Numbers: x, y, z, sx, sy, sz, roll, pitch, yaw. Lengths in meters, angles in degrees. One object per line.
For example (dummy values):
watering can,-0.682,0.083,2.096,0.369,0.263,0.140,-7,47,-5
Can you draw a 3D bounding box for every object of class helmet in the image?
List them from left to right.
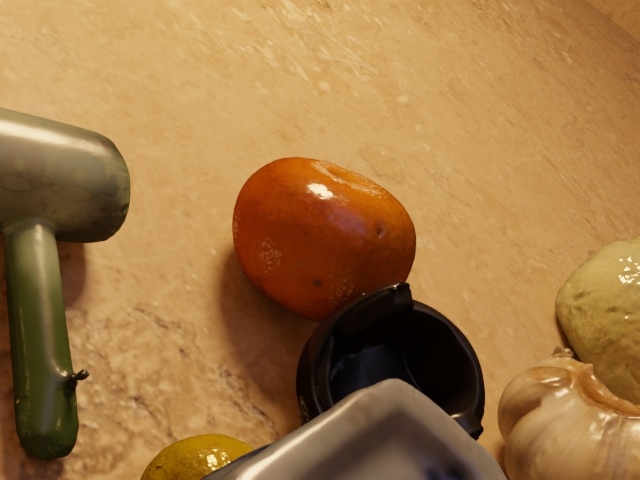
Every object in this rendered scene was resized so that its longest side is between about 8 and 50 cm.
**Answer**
helmet,0.074,0.152,0.903,0.216,0.193,0.189,-14,70,-39

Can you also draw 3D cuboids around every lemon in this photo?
lemon,-0.096,0.219,0.733,0.133,0.109,0.109,12,44,-54

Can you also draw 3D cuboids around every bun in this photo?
bun,0.569,0.132,1.413,0.352,0.227,0.349,36,37,-9

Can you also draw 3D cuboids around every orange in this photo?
orange,0.000,0.000,1.010,0.224,0.170,0.224,22,15,-6

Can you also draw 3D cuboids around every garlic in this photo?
garlic,0.316,0.279,1.042,0.184,0.203,0.281,-27,35,-31

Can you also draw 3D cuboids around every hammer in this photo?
hammer,-0.259,0.031,0.775,0.206,0.119,0.336,8,55,-39

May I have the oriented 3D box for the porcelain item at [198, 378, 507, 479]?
porcelain item,-0.074,0.245,0.461,0.178,0.405,0.242,53,34,12
